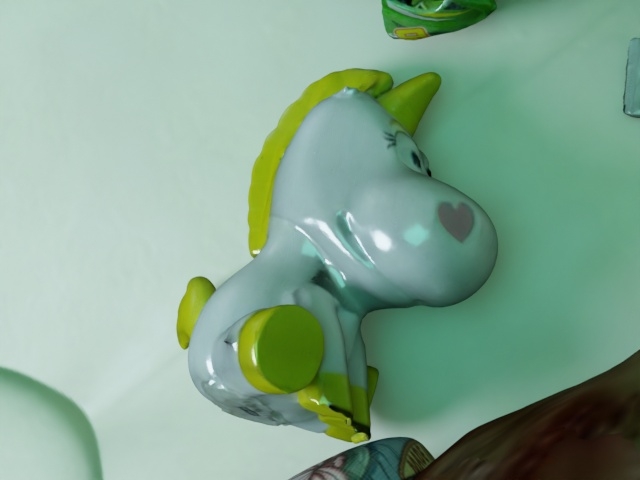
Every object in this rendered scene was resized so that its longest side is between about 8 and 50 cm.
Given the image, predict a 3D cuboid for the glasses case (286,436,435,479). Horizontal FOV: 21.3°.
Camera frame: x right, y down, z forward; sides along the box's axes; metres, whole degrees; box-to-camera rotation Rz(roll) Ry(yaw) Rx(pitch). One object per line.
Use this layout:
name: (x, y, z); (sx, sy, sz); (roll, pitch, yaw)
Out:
glasses case: (-0.072, 0.198, 0.733); (0.321, 0.122, 0.082); (-41, 78, 8)

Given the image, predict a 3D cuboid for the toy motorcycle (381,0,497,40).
toy motorcycle: (0.031, -0.155, 0.771); (0.190, 0.074, 0.106); (32, 102, 16)

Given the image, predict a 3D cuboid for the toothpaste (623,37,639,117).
toothpaste: (0.202, -0.067, 0.736); (0.140, 0.021, 0.037); (5, 81, 18)

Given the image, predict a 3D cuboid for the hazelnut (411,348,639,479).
hazelnut: (0.160, 0.228, 0.543); (0.421, 0.353, 0.421); (17, 119, 34)

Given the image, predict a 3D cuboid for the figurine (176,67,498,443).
figurine: (0.006, 0.001, 0.751); (0.129, 0.109, 0.178); (35, 91, 39)
